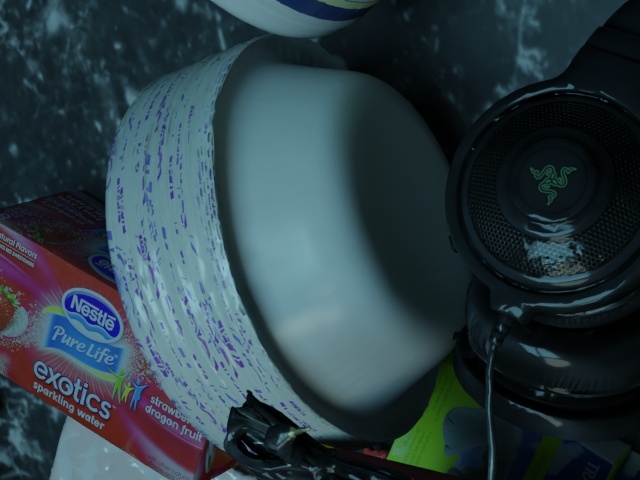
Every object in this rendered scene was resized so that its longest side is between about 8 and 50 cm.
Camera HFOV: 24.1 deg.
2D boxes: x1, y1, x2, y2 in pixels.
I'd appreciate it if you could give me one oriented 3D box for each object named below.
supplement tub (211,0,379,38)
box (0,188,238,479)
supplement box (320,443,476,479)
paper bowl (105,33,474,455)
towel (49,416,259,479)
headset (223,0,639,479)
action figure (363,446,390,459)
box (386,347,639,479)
[{"bbox_3d":[0.040,-0.306,0.937,0.325,0.235,0.235,-37,82,32],"label":"supplement tub"},{"bbox_3d":[-0.155,0.074,1.213,0.256,0.122,0.128,28,114,23],"label":"box"},{"bbox_3d":[0.091,0.233,0.948,0.194,0.191,0.129,9,70,28],"label":"supplement box"},{"bbox_3d":[0.000,0.000,1.007,0.148,0.284,0.284,-18,92,28],"label":"paper bowl"},{"bbox_3d":[-0.106,0.315,1.284,0.331,0.053,0.317,25,112,24],"label":"towel"},{"bbox_3d":[0.118,0.014,0.885,0.185,0.394,0.243,22,145,25],"label":"headset"},{"bbox_3d":[0.063,0.200,1.167,0.038,0.030,0.115,-38,85,28],"label":"action figure"},{"bbox_3d":[0.144,0.164,1.102,0.178,0.042,0.109,31,116,23],"label":"box"}]
